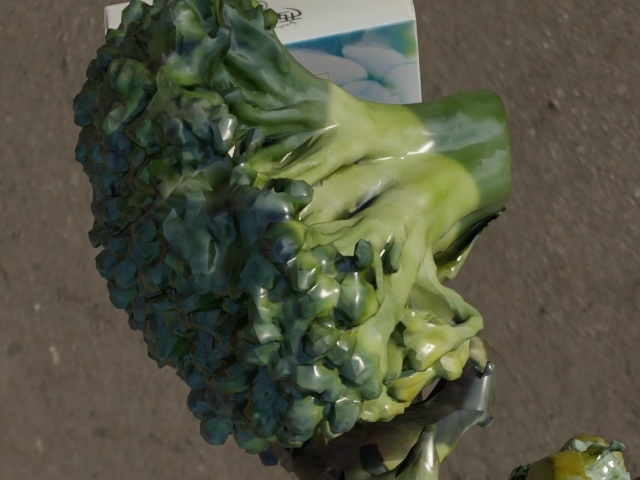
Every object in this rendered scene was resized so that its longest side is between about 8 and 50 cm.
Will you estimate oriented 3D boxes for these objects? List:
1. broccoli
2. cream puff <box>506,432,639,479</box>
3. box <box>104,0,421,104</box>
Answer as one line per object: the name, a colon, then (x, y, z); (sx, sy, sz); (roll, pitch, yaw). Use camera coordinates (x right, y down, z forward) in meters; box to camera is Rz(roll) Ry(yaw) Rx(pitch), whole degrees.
broccoli: (-0.024, 0.006, 0.775); (0.272, 0.323, 0.334); (4, 151, 4)
cream puff: (0.214, 0.241, 0.910); (0.221, 0.195, 0.194); (34, 110, 5)
box: (-0.046, -0.133, 1.204); (0.274, 0.116, 0.203); (-11, 137, -2)
